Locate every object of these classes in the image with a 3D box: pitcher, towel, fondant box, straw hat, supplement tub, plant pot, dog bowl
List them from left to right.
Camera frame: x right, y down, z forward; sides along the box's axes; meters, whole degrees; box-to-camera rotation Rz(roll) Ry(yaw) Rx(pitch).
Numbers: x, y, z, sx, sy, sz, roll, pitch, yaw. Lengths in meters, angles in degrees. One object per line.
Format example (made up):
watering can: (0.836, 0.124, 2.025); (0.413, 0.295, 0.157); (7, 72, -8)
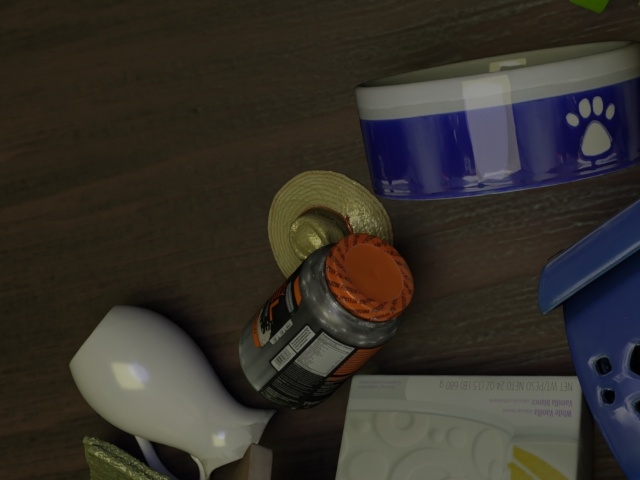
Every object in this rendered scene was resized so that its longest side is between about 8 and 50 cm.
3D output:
towel: (-0.196, 0.270, 1.648); (0.148, 0.110, 0.027); (28, 62, 12)
pitcher: (-0.176, 0.179, 1.618); (0.207, 0.125, 0.178); (38, 123, -4)
straw hat: (0.000, 0.000, 1.556); (0.144, 0.061, 0.144); (3, 99, 16)
supplement tub: (0.007, 0.080, 1.505); (0.117, 0.117, 0.190); (47, 134, 5)
fondant box: (0.132, 0.292, 1.444); (0.238, 0.096, 0.330); (-2, 55, 17)
dog bowl: (0.169, -0.113, 1.379); (0.265, 0.265, 0.104); (-7, 99, 18)
plant pot: (0.340, 0.057, 1.377); (0.236, 0.236, 0.212); (-36, 82, 20)

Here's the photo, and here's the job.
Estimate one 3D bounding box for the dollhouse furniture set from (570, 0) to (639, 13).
dollhouse furniture set: (0.403, -0.271, 1.388); (0.301, 0.151, 0.197); (21, 126, -5)

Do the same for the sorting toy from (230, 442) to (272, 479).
sorting toy: (-0.078, 0.378, 1.443); (0.089, 0.257, 0.255); (19, 124, -12)
